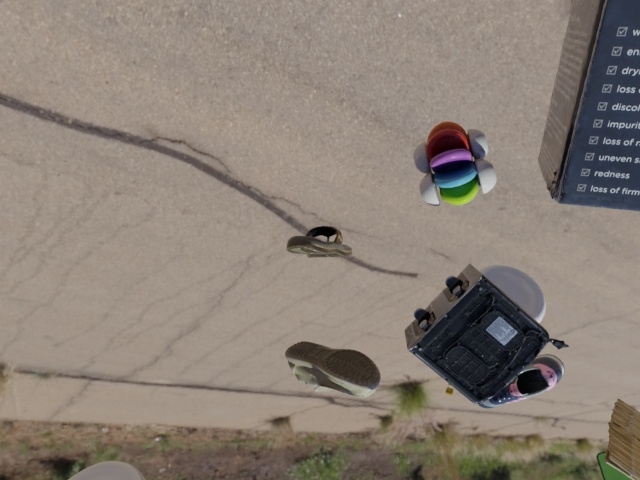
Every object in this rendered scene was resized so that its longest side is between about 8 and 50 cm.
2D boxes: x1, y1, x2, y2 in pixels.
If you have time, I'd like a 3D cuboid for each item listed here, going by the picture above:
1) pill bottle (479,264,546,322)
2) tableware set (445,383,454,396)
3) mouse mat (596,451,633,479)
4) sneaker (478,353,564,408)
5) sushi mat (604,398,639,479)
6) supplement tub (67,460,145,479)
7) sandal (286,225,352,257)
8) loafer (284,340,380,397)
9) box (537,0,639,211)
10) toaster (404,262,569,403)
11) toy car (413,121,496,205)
[{"bbox_3d":[0.384,0.196,1.066,0.161,0.162,0.279,-4,142,-6],"label":"pill bottle"},{"bbox_3d":[0.384,0.361,1.309,0.024,0.154,0.104,16,-179,23],"label":"tableware set"},{"bbox_3d":[0.727,0.549,1.047,0.152,0.190,0.007,-24,110,25],"label":"mouse mat"},{"bbox_3d":[0.599,0.456,1.464,0.319,0.112,0.131,-43,161,34],"label":"sneaker"},{"bbox_3d":[0.452,0.292,0.470,0.151,0.316,0.019,-14,130,-51],"label":"sushi mat"},{"bbox_3d":[-0.398,0.608,0.906,0.193,0.194,0.316,-6,119,-2],"label":"supplement tub"},{"bbox_3d":[0.000,0.000,0.846,0.089,0.060,0.219,-2,174,22],"label":"sandal"},{"bbox_3d":[0.030,0.309,1.090,0.268,0.092,0.101,8,-152,44],"label":"loafer"},{"bbox_3d":[0.703,-0.307,0.835,0.478,0.297,0.473,8,119,14],"label":"box"},{"bbox_3d":[0.254,0.151,0.753,0.185,0.110,0.168,39,103,-8],"label":"toaster"},{"bbox_3d":[0.280,-0.169,0.991,0.159,0.182,0.136,-13,157,19],"label":"toy car"}]
